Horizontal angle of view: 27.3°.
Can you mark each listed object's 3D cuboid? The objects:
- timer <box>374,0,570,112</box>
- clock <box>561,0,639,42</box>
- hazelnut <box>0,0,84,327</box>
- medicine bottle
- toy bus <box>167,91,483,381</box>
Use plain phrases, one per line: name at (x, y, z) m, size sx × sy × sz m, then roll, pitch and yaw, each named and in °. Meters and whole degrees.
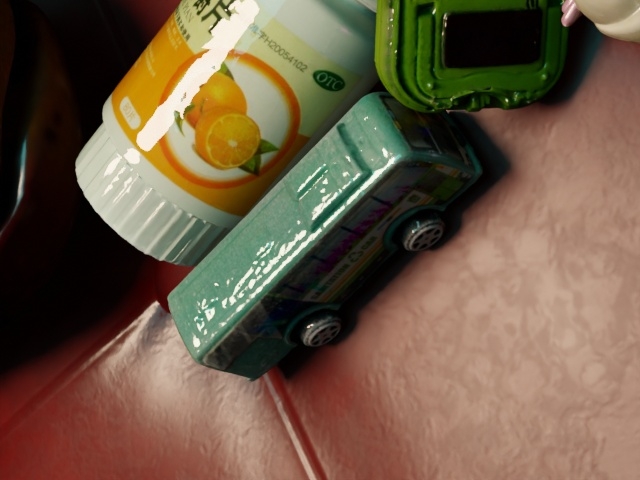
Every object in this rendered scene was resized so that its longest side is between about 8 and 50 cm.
timer at (0.109, -0.152, 0.914) m, size 0.047 × 0.140 × 0.128 m, roll -124°, pitch 32°, yaw -63°
clock at (0.234, -0.215, 0.855) m, size 0.144 × 0.103 × 0.231 m, roll 10°, pitch 91°, yaw 29°
hazelnut at (-0.427, -0.067, 1.168) m, size 0.429 × 0.402 × 0.402 m, roll -30°, pitch 66°, yaw 43°
medicine bottle at (-0.049, -0.134, 1.024) m, size 0.318 × 0.158 × 0.158 m, roll -49°, pitch 58°, yaw 22°
toy bus at (0.000, 0.000, 1.003) m, size 0.261 × 0.109 × 0.091 m, roll -46°, pitch 53°, yaw 22°
